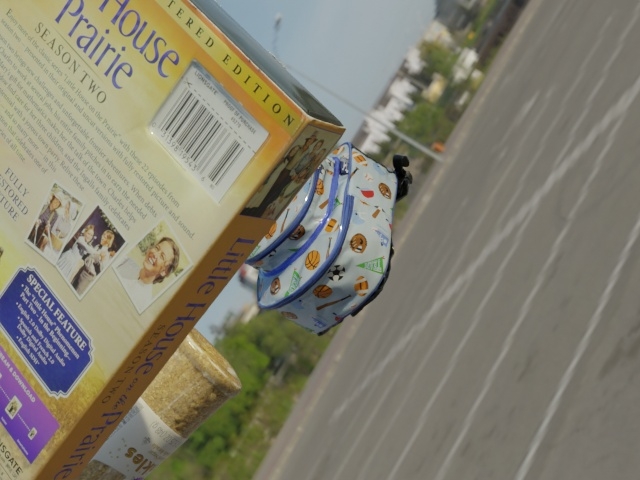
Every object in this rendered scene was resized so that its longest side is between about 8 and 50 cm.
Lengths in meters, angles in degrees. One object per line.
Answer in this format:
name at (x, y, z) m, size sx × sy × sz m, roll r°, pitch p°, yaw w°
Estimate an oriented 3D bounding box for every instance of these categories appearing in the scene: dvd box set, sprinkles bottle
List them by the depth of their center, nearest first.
dvd box set at (-0.211, -0.024, 0.840) m, size 0.420 × 0.307 × 0.062 m, roll -52°, pitch -25°, yaw 16°
sprinkles bottle at (-0.259, 0.251, 1.251) m, size 0.355 × 0.121 × 0.121 m, roll -43°, pitch -2°, yaw -2°

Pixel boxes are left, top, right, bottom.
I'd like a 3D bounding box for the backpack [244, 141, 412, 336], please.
backpack at (0.000, 0.000, 1.626) m, size 0.276 × 0.213 × 0.263 m, roll -46°, pitch 34°, yaw 37°
